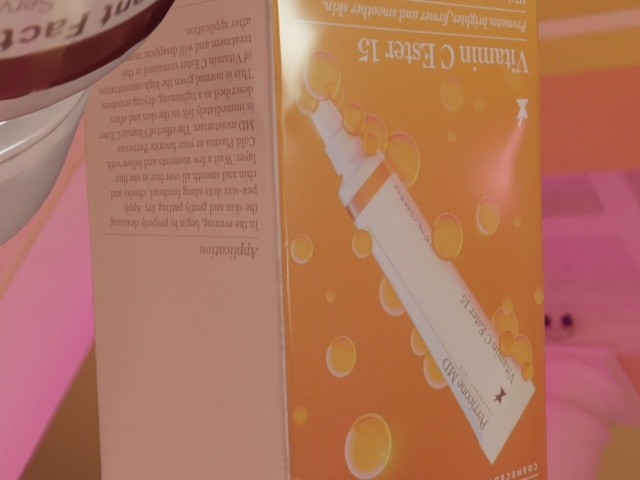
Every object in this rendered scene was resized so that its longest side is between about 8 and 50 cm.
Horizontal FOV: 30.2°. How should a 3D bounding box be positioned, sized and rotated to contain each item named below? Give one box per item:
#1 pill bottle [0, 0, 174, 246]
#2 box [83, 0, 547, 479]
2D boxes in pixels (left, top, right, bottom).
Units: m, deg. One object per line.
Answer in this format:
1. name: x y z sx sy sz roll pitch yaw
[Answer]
1. pill bottle: -0.113 -0.171 0.308 0.224 0.224 0.392 27 -45 -6
2. box: 0.000 0.000 0.684 0.215 0.345 0.168 -6 5 -44
